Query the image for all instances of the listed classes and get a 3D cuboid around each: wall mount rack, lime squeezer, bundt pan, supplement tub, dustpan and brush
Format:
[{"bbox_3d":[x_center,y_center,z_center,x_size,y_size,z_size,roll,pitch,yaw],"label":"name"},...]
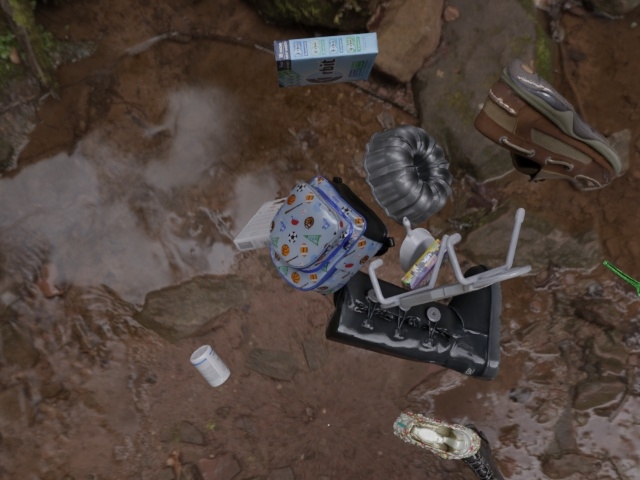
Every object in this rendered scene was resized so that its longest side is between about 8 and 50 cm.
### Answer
[{"bbox_3d":[0.279,0.041,1.132,0.304,0.350,0.130,-12,83,-43],"label":"wall mount rack"},{"bbox_3d":[0.964,0.154,1.564,0.310,0.110,0.058,32,94,43],"label":"lime squeezer"},{"bbox_3d":[0.291,-0.214,1.695,0.331,0.124,0.330,15,67,-38],"label":"bundt pan"},{"bbox_3d":[-0.318,0.361,1.570,0.071,0.071,0.107,-36,110,-11],"label":"supplement tub"},{"bbox_3d":[0.290,-0.001,1.698,0.147,0.211,0.060,-43,58,-13],"label":"dustpan and brush"}]

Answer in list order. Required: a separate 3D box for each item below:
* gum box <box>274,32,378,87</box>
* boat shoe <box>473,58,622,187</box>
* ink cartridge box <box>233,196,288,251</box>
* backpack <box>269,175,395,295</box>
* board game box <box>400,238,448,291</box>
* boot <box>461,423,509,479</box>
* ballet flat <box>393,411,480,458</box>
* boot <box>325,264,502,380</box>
[{"bbox_3d":[0.007,-0.342,1.043,0.185,0.157,0.041,-6,89,-2],"label":"gum box"},{"bbox_3d":[0.340,-0.149,0.822,0.116,0.324,0.123,-48,41,24],"label":"boat shoe"},{"bbox_3d":[-0.153,-0.058,1.759,0.181,0.056,0.224,-9,31,33],"label":"ink cartridge box"},{"bbox_3d":[0.000,0.000,1.354,0.263,0.213,0.276,-57,47,22],"label":"backpack"},{"bbox_3d":[0.320,0.092,1.658,0.048,0.141,0.170,40,82,21],"label":"board game box"},{"bbox_3d":[0.430,0.605,1.405,0.091,0.263,0.229,-41,48,18],"label":"boot"},{"bbox_3d":[0.289,0.476,1.302,0.241,0.077,0.091,17,81,-13],"label":"ballet flat"},{"bbox_3d":[0.257,0.163,1.482,0.446,0.146,0.366,15,47,-4],"label":"boot"}]
